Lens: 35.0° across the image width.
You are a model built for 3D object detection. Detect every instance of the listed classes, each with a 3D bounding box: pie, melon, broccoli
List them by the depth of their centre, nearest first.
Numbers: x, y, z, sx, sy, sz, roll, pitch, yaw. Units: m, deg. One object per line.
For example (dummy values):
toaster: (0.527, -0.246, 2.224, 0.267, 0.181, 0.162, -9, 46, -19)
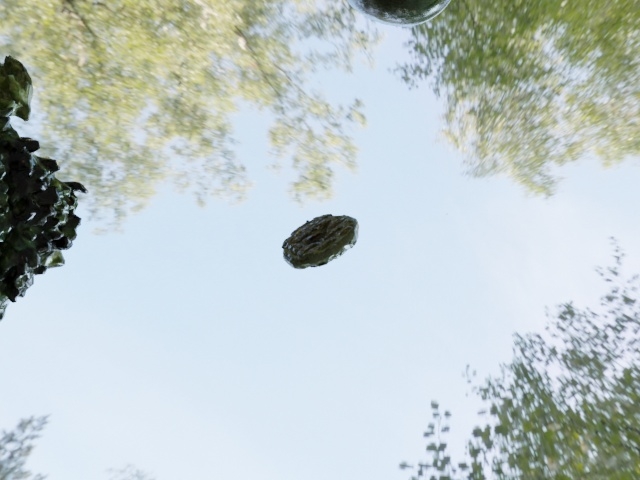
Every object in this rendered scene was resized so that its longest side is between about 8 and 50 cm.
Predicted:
pie: (0.000, 0.000, 0.990, 0.084, 0.084, 0.020, -24, -63, 7)
melon: (0.078, -0.295, 1.104, 0.114, 0.114, 0.167, -57, -138, 5)
broccoli: (-0.457, -0.051, 1.244, 0.347, 0.281, 0.293, -12, -61, 12)
